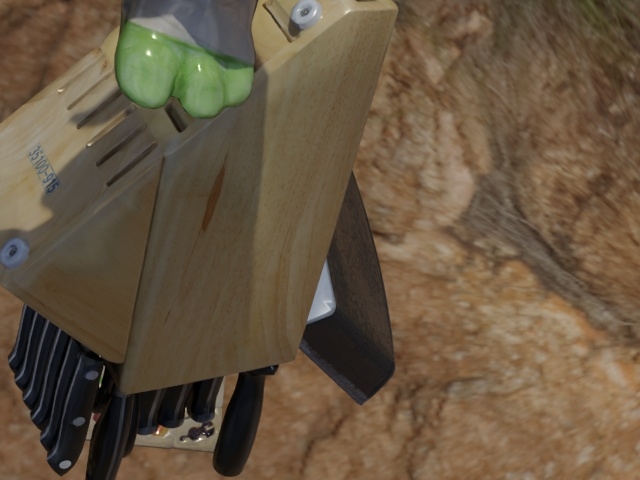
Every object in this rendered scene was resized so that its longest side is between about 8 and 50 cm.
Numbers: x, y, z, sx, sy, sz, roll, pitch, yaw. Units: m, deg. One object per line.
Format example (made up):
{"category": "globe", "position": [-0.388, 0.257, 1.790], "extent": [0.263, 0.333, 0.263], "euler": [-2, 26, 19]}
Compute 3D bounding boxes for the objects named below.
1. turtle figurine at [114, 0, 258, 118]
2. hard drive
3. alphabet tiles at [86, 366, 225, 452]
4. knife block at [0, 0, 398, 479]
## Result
{"category": "turtle figurine", "position": [-0.032, -0.119, 0.368], "extent": [0.274, 0.198, 0.266], "euler": [56, 141, 19]}
{"category": "hard drive", "position": [0.000, 0.000, 1.299], "extent": [0.054, 0.172, 0.254], "euler": [-23, 52, 16]}
{"category": "alphabet tiles", "position": [-0.137, 0.062, 1.291], "extent": [0.198, 0.009, 0.237], "euler": [7, 74, -10]}
{"category": "knife block", "position": [-0.047, 0.006, 0.726], "extent": [0.276, 0.242, 0.088], "euler": [-39, 51, 6]}
